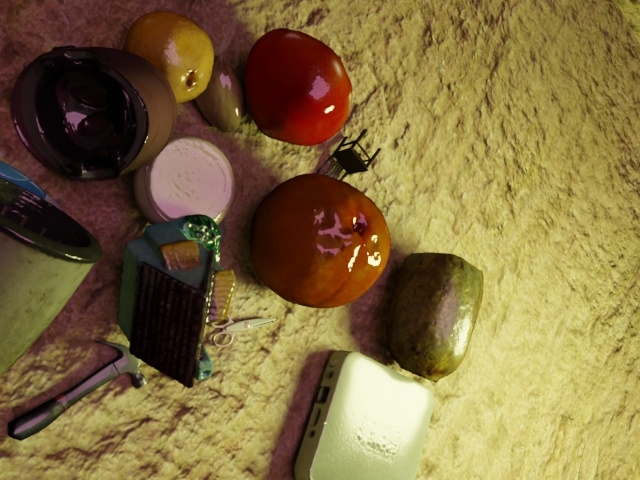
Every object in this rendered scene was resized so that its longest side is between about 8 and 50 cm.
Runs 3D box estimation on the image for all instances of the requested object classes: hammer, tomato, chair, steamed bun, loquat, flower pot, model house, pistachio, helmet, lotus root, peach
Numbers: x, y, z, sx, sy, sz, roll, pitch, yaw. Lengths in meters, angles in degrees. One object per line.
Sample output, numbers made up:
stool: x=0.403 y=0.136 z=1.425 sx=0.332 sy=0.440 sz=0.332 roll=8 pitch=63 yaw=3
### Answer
hammer: x=-0.511 y=0.314 z=1.418 sx=0.290 sy=0.037 sz=0.137 roll=-31 pitch=104 yaw=-35
tomato: x=-0.066 y=-0.364 z=1.667 sx=0.226 sy=0.299 sz=0.298 roll=-43 pitch=110 yaw=-27
chair: x=0.065 y=-0.200 z=1.862 sx=0.084 sy=0.101 sz=0.212 roll=49 pitch=59 yaw=-22
steamed bun: x=-0.313 y=-0.123 z=1.544 sx=0.232 sy=0.145 sz=0.231 roll=1 pitch=88 yaw=-29
loquat: x=-0.340 y=-0.405 z=1.519 sx=0.208 sy=0.208 sz=0.207 roll=5 pitch=82 yaw=-36
flower pot: x=-0.599 y=0.077 z=1.194 sx=0.294 sy=0.293 sz=0.330 roll=34 pitch=92 yaw=-29
model house: x=-0.268 y=0.132 z=1.424 sx=0.230 sy=0.249 sz=0.280 roll=-16 pitch=134 yaw=-37
pistachio: x=-0.240 y=-0.353 z=1.653 sx=0.126 sy=0.108 sz=0.185 roll=-25 pitch=109 yaw=-12
helmet: x=-0.441 y=-0.267 z=1.402 sx=0.197 sy=0.339 sz=0.270 roll=-35 pitch=122 yaw=-55
lotus root: x=0.315 y=0.218 z=1.924 sx=0.251 sy=0.251 sz=0.345 roll=24 pitch=75 yaw=-32
peach: x=0.000 y=0.000 z=1.667 sx=0.343 sy=0.302 sz=0.342 roll=3 pitch=84 yaw=-37

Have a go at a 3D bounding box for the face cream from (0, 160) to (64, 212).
face cream: x=-0.627 y=-0.072 z=1.345 sx=0.264 sy=0.083 sz=0.149 roll=32 pitch=74 yaw=-30

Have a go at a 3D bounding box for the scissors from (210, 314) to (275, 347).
scissors: x=-0.190 y=0.210 z=1.677 sx=0.176 sy=0.022 sz=0.085 roll=-6 pitch=85 yaw=-34

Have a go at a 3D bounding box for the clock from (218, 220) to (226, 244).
clock: x=-0.262 y=-0.025 z=1.657 sx=0.074 sy=0.010 sz=0.083 roll=-7 pitch=90 yaw=-37

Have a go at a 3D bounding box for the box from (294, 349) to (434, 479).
box: x=0.126 y=0.519 z=1.839 sx=0.373 sy=0.090 sz=0.367 roll=31 pitch=67 yaw=-29
